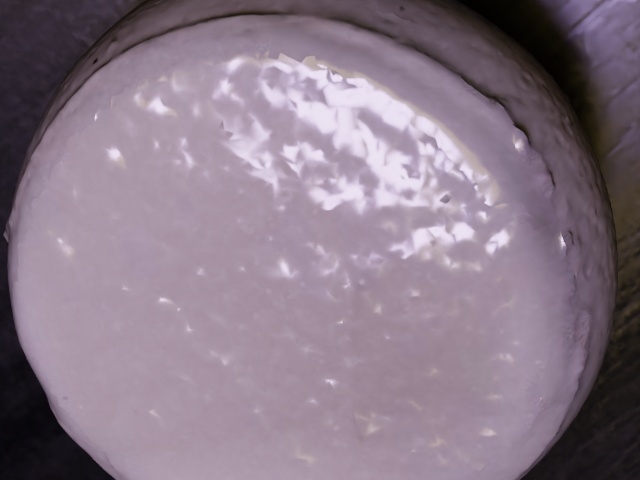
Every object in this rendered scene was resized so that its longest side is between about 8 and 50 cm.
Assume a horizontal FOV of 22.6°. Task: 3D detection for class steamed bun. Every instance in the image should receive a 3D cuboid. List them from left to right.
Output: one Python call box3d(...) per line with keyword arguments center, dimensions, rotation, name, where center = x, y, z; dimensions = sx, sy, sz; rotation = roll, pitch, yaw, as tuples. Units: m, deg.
box3d(center=(0.000, 0.000, 0.762), dimensions=(0.282, 0.177, 0.283), rotation=(3, 113, 8), name="steamed bun")
